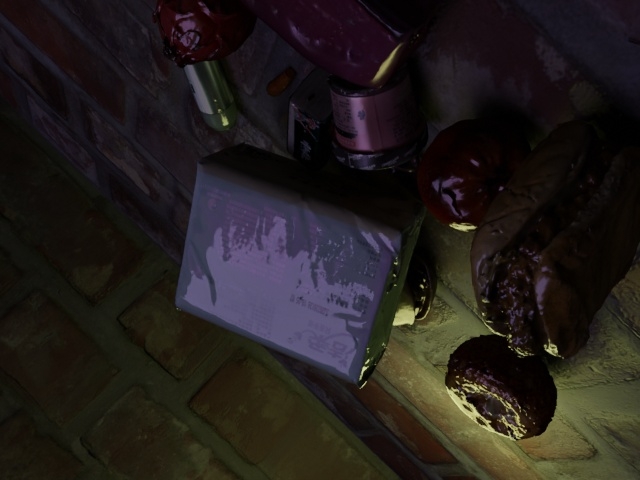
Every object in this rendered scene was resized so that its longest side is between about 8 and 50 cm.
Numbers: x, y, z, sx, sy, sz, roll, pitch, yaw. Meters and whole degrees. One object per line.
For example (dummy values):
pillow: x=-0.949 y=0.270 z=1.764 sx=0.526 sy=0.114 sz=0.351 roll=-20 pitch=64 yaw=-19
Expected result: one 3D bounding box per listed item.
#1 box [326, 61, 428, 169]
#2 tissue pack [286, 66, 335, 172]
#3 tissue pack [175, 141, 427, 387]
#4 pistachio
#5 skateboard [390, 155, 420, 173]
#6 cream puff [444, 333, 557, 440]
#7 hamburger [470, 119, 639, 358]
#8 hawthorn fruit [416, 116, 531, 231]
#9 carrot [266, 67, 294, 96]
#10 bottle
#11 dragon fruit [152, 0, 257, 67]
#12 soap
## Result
box: x=0.080 y=-0.202 z=1.176 sx=0.151 sy=0.151 sz=0.135 roll=25 pitch=144 yaw=41
tissue pack: x=-0.005 y=-0.211 z=1.366 sx=0.090 sy=0.103 sz=0.170 roll=34 pitch=158 yaw=10
tissue pack: x=-0.041 y=0.035 z=1.464 sx=0.404 sy=0.205 sz=0.332 roll=20 pitch=114 yaw=17
pistachio: x=0.172 y=0.099 z=1.602 sx=0.131 sy=0.129 sz=0.206 roll=45 pitch=155 yaw=26
skateboard: x=0.109 y=-0.175 z=1.304 sx=0.151 sy=0.067 sz=0.080 roll=36 pitch=148 yaw=6
cream puff: x=0.368 y=0.290 z=1.559 sx=0.240 sy=0.164 sz=0.240 roll=23 pitch=143 yaw=19
hamburger: x=0.297 y=0.002 z=0.962 sx=0.144 sy=0.283 sz=0.260 roll=21 pitch=146 yaw=30
hawthorn fruit: x=0.220 y=-0.099 z=1.101 sx=0.173 sy=0.179 sz=0.174 roll=7 pitch=118 yaw=13
carrot: x=-0.074 y=-0.293 z=1.440 sx=0.032 sy=0.032 sz=0.093 roll=47 pitch=154 yaw=-9
bottle: x=-0.233 y=-0.334 z=1.594 sx=0.254 sy=0.079 sz=0.096 roll=73 pitch=-177 yaw=-51
dragon fruit: x=-0.185 y=-0.383 z=1.260 sx=0.172 sy=0.210 sz=0.172 roll=28 pitch=-160 yaw=-11
soap: x=0.000 y=-0.357 z=1.053 sx=0.325 sy=0.127 sz=0.220 roll=44 pitch=157 yaw=2
